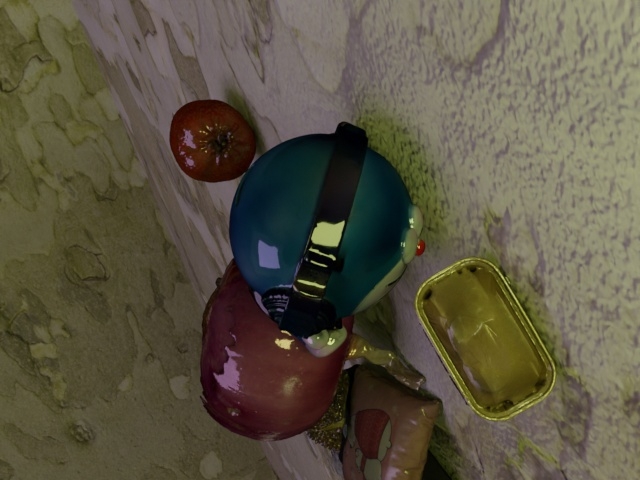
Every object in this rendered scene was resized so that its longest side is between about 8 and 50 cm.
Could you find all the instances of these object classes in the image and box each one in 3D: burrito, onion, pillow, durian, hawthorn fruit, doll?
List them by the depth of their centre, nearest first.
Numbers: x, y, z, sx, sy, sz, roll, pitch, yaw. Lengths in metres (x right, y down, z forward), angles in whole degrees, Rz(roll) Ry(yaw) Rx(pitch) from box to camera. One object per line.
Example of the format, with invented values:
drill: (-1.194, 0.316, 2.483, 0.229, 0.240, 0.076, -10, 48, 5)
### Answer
doll: (0.000, 0.000, 1.003, 0.240, 0.284, 0.310, 19, 156, -5)
onion: (-0.053, 0.158, 1.322, 0.345, 0.358, 0.358, 22, -174, -32)
pillow: (0.112, 0.347, 1.345, 0.223, 0.084, 0.236, 22, 105, 60)
durian: (0.002, 0.310, 1.454, 0.188, 0.092, 0.148, 92, -177, -80)
hawthorn fruit: (-0.209, -0.197, 1.518, 0.285, 0.165, 0.165, -119, 5, -76)
burrito: (0.057, 0.544, 1.998, 0.064, 0.064, 0.203, 48, 158, 38)

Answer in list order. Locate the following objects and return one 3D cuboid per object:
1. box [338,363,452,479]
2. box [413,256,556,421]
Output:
box: (0.140, 0.452, 1.543, 0.350, 0.091, 0.359, 50, 154, 36)
box: (0.182, 0.108, 0.879, 0.177, 0.111, 0.111, 60, 163, 6)
